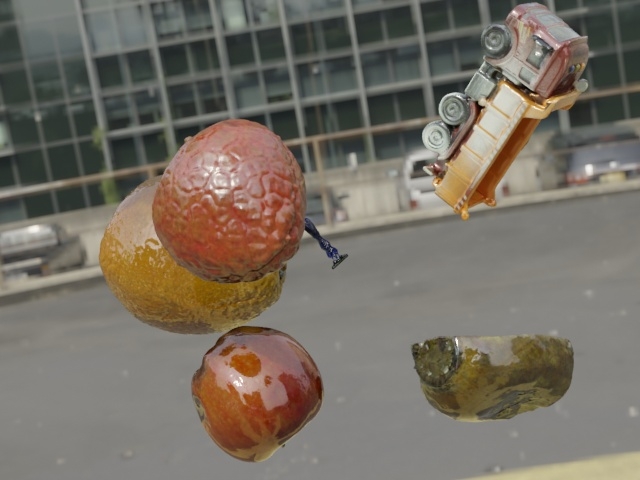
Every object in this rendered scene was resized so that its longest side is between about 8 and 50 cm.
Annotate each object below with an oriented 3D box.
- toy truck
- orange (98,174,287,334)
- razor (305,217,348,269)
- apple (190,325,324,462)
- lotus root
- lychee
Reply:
[{"bbox_3d":[0.235,-0.166,1.635,0.135,0.270,0.114,39,30,17],"label":"toy truck"},{"bbox_3d":[-0.241,0.030,2.459,0.356,0.322,0.322,15,12,2],"label":"orange"},{"bbox_3d":[-0.002,-0.002,2.598,0.044,0.154,0.028,-43,38,-1],"label":"razor"},{"bbox_3d":[-0.113,0.257,2.184,0.229,0.230,0.230,-9,10,2],"label":"apple"},{"bbox_3d":[0.306,0.258,2.387,0.267,0.149,0.260,-18,-21,35],"label":"lotus root"},{"bbox_3d":[-0.144,-0.067,1.975,0.300,0.255,0.255,38,35,25],"label":"lychee"}]
